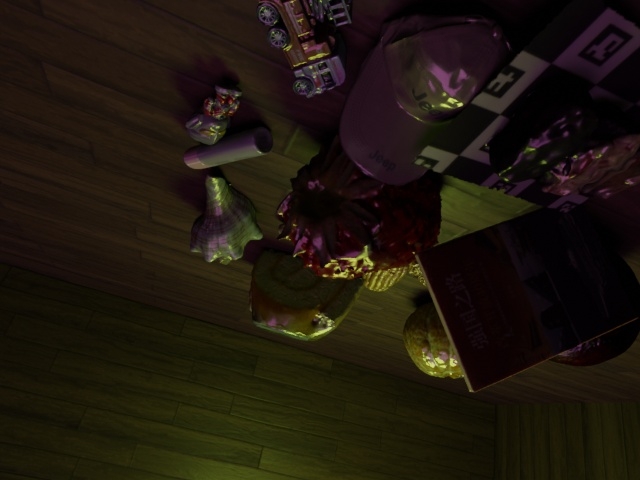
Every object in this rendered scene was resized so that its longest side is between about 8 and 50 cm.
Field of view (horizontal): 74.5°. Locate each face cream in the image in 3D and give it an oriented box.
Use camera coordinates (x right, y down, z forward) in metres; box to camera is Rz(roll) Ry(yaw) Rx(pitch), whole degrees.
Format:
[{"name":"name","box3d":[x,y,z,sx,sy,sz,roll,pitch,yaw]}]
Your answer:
[{"name":"face cream","box3d":[-0.197,-0.195,0.897,0.198,0.057,0.084,-4,-167,31]}]

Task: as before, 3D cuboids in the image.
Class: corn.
[{"name":"corn","box3d":[0.181,0.060,1.167,0.130,0.130,0.347,13,157,1]}]

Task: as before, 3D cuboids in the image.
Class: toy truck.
[{"name":"toy truck","box3d":[-0.008,-0.298,0.595,0.115,0.080,0.178,-8,147,19]}]

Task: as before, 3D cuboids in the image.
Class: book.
[{"name":"book","box3d":[0.391,0.086,0.791,0.373,0.263,0.028,-19,172,-12]}]

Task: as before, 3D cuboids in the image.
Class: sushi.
[{"name":"sushi","box3d":[0.374,-0.117,0.601,0.373,0.100,0.296,13,144,-25]}]

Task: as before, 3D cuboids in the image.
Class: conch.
[{"name":"conch","box3d":[-0.264,-0.026,1.171,0.203,0.170,0.386,-8,161,-16]}]

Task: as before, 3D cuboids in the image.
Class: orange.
[{"name":"orange","box3d":[0.457,0.353,1.491,0.329,0.249,0.329,4,157,2]}]

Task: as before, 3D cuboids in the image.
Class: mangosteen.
[{"name":"mangosteen","box3d":[0.553,0.134,0.968,0.297,0.297,0.293,16,173,-7]}]

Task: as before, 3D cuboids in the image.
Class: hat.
[{"name":"hat","box3d":[0.158,-0.189,0.611,0.214,0.245,0.149,21,-168,-19]}]

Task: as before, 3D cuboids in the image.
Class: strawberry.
[{"name":"strawberry","box3d":[0.092,-0.044,0.867,0.292,0.292,0.343,-7,163,35]}]

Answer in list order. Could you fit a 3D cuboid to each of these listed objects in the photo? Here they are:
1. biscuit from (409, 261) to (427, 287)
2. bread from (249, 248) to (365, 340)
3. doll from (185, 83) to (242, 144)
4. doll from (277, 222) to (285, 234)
[{"name":"biscuit","box3d":[0.321,0.102,1.291,0.064,0.034,0.199,-9,146,37]},{"name":"bread","box3d":[-0.061,0.217,1.450,0.395,0.264,0.239,17,150,-5]},{"name":"doll","box3d":[-0.209,-0.240,0.816,0.094,0.079,0.180,-14,168,-39]},{"name":"doll","box3d":[0.003,0.002,1.141,0.175,0.149,0.278,-8,-174,-40]}]
